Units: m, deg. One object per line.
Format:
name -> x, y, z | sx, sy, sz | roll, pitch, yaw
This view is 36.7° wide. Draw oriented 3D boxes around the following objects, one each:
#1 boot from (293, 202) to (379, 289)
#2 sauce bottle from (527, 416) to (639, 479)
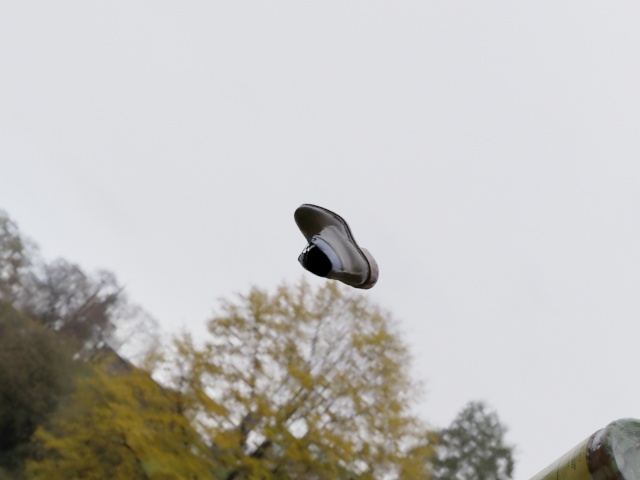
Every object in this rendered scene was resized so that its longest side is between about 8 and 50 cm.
boot -> 0.000, 0.000, 1.637 | 0.106, 0.082, 0.219 | 8, 28, -48
sauce bottle -> 0.289, 0.333, 1.165 | 0.111, 0.111, 0.344 | 40, -42, 8
